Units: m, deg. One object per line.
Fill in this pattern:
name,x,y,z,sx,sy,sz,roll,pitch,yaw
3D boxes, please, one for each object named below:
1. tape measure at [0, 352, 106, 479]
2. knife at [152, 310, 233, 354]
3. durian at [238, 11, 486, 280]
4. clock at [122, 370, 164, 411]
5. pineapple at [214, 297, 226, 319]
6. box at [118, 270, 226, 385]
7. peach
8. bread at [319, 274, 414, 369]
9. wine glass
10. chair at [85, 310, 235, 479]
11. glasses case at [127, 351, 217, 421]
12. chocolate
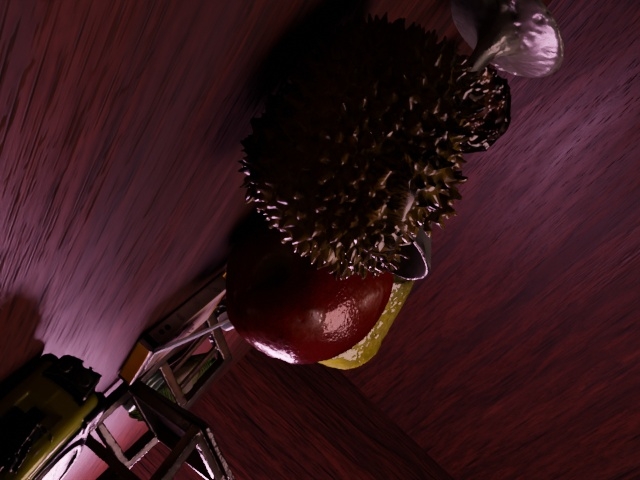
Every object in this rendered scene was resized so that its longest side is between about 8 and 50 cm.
tape measure,-0.338,0.234,0.818,0.186,0.112,0.199,-52,175,-47
knife,-0.194,0.157,1.337,0.080,0.044,0.331,-28,174,36
durian,0.049,-0.107,0.778,0.293,0.258,0.258,-56,178,-15
clock,-0.347,0.280,1.496,0.135,0.041,0.101,-52,173,37
pineapple,-0.179,0.133,1.640,0.159,0.074,0.074,-39,176,4
box,-0.251,0.152,1.334,0.247,0.033,0.129,-42,172,-45
peach,-0.011,0.075,1.300,0.281,0.281,0.338,-48,156,8
bread,0.041,0.105,1.803,0.307,0.348,0.348,-61,169,30
wine glass,0.161,-0.177,1.088,0.406,0.267,0.267,-51,176,-14
chair,-0.254,0.351,1.381,0.416,0.241,0.203,-44,140,-29
glasses case,-0.331,0.330,1.692,0.095,0.062,0.272,-13,-174,19
chocolate,0.299,-0.303,1.530,0.224,0.206,0.177,-41,164,-5
